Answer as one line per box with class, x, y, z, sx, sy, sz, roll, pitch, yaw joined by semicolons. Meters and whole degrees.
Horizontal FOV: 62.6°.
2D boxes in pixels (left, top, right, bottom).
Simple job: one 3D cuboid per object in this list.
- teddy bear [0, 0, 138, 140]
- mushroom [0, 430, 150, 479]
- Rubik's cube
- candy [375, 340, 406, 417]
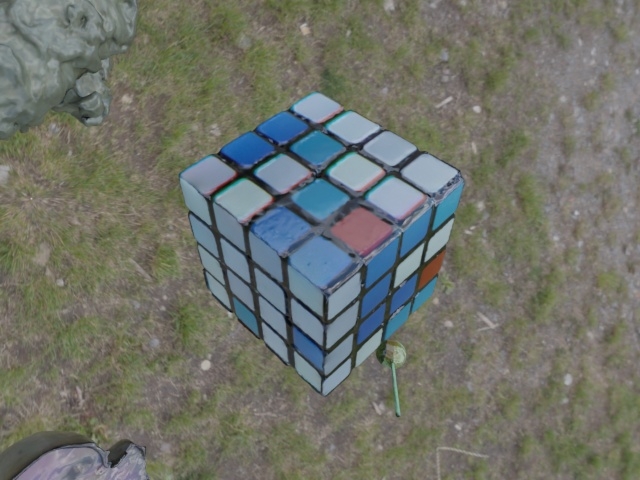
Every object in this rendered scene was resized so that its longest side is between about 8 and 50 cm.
teddy bear;-0.337;-0.300;0.594;0.224;0.367;0.358;-22;108;-21
mushroom;-0.234;0.245;0.476;0.141;0.117;0.188;-40;130;-44
Rubik's cube;0.000;0.000;0.430;0.151;0.155;0.154;-37;148;-28
candy;0.134;0.252;0.971;0.061;0.203;0.061;1;114;3
